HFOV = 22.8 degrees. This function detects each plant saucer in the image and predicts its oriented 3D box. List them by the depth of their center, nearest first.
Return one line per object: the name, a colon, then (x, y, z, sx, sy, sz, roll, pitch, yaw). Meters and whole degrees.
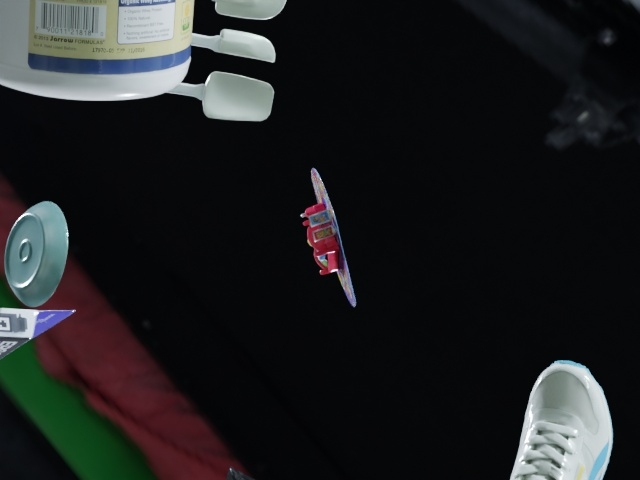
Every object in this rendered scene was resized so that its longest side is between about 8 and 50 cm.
plant saucer: (-0.320, 0.014, 1.759, 0.119, 0.021, 0.119, -16, -112, 47)

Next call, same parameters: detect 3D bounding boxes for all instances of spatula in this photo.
spatula: (-0.165, -0.234, 1.859, 0.019, 0.242, 0.168, -132, -130, -70)

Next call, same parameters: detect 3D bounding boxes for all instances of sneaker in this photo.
sneaker: (0.223, 0.229, 1.525, 0.087, 0.092, 0.229, 8, -94, 23)

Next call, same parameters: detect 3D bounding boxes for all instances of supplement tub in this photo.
supplement tub: (-0.236, -0.318, 1.609, 0.228, 0.228, 0.316, 21, -66, 38)

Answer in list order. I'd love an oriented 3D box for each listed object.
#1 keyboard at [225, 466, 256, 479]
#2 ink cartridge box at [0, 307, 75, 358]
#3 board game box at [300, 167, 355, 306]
keyboard: (-0.017, 0.304, 1.560, 0.201, 0.033, 0.317, 32, 0, -32)
ink cartridge box: (-0.421, 0.121, 1.859, 0.206, 0.208, 0.045, -29, -117, 52)
board game box: (0.000, 0.000, 1.847, 0.133, 0.033, 0.169, -118, -167, -63)
